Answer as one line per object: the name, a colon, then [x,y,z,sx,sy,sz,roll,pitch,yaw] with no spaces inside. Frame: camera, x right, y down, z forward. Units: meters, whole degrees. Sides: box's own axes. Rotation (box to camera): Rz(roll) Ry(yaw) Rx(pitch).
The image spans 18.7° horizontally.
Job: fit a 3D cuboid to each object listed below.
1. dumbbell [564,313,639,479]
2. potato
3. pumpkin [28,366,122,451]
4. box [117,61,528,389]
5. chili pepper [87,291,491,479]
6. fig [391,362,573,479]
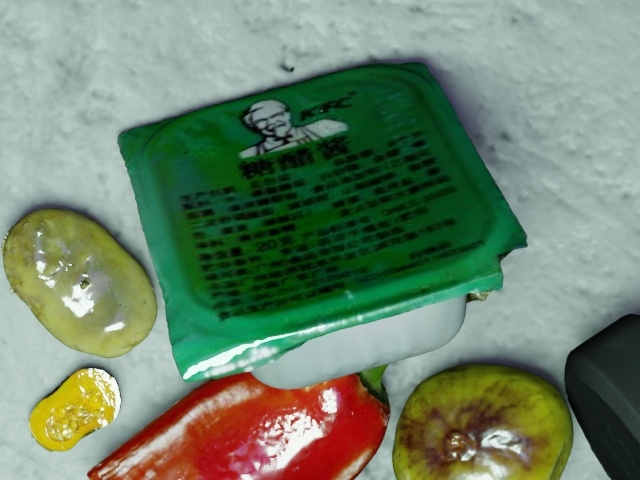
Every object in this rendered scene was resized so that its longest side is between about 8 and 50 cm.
dumbbell: [0.375,0.093,1.551,0.322,0.204,0.204,-33,91,-7]
potato: [-0.193,0.033,1.557,0.091,0.070,0.138,-44,94,-11]
pumpkin: [-0.198,0.135,1.573,0.083,0.028,0.050,-33,93,2]
box: [0.000,0.000,1.490,0.264,0.336,0.106,-15,123,-4]
chili pepper: [-0.012,0.138,1.544,0.338,0.131,0.134,-38,51,-7]
fig: [0.131,0.162,1.556,0.153,0.121,0.136,-16,65,-13]
